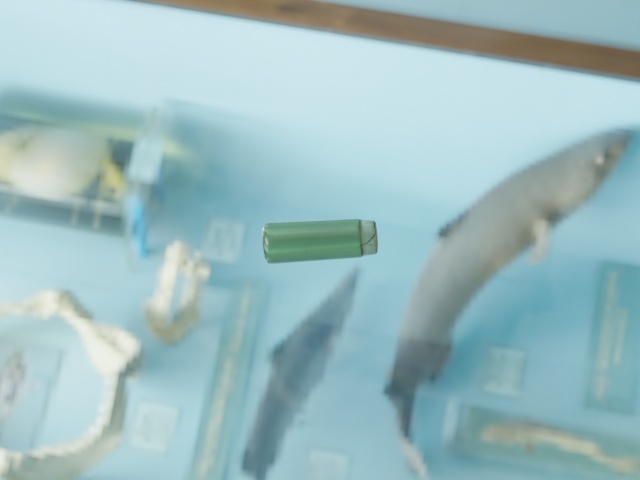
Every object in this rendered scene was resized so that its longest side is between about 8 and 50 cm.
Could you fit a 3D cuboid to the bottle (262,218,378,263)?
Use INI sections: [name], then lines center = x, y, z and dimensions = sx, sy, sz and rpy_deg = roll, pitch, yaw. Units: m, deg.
[bottle]
center = 0.000, 0.000, 1.310
dimensions = 0.030, 0.083, 0.030
rpy_deg = -4, -90, -85
